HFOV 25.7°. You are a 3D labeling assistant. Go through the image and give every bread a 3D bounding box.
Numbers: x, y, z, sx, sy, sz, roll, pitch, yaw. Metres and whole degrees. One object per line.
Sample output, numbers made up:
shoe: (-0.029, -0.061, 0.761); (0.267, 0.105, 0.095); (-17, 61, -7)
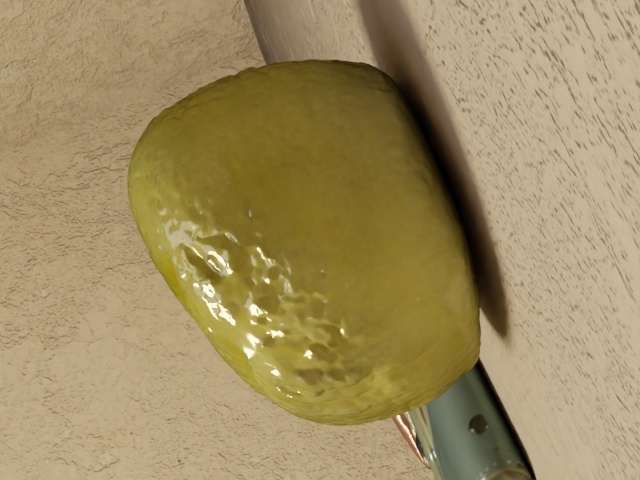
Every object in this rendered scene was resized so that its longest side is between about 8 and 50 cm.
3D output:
bread: (-0.011, 0.005, 1.122); (0.320, 0.237, 0.320); (-24, -90, -88)

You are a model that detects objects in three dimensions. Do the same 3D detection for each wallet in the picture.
wallet: (0.137, 0.177, 1.494); (0.252, 0.083, 0.360); (77, 174, -46)

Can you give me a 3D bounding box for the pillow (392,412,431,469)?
pillow: (0.124, 0.179, 1.738); (0.179, 0.075, 0.171); (60, -159, -3)
